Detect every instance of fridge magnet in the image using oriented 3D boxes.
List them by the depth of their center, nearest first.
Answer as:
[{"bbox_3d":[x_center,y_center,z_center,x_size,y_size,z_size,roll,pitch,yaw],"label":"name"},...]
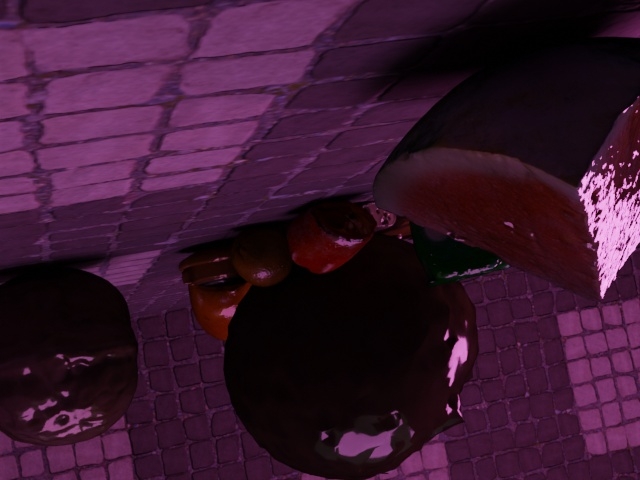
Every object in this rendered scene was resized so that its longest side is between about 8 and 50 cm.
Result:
[{"bbox_3d":[-0.144,0.037,1.548,0.143,0.063,0.143,-8,173,-1],"label":"fridge magnet"}]

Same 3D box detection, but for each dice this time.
[{"bbox_3d":[0.177,-0.015,1.307,0.120,0.131,0.128,-14,174,5],"label":"dice"}]

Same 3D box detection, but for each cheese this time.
[{"bbox_3d":[0.011,-0.017,1.441,0.192,0.037,0.097,-14,173,40],"label":"cheese"}]

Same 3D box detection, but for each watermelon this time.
[{"bbox_3d":[0.164,-0.056,0.686,0.256,0.176,0.260,-19,152,1],"label":"watermelon"}]

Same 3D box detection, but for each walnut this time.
[{"bbox_3d":[-0.366,0.161,1.419,0.248,0.248,0.248,-11,175,-1],"label":"walnut"}]

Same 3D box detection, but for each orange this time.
[{"bbox_3d":[-0.081,0.020,1.404,0.085,0.085,0.095,-14,152,32],"label":"orange"}]

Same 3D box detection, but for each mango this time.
[{"bbox_3d":[-0.159,0.100,1.802,0.126,0.154,0.252,-4,162,4],"label":"mango"}]

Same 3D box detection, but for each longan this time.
[{"bbox_3d":[0.051,0.176,1.533,0.391,0.391,0.391,-11,175,-1],"label":"longan"}]

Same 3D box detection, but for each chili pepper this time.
[{"bbox_3d":[0.000,0.000,1.333,0.084,0.086,0.192,-40,180,-28],"label":"chili pepper"}]

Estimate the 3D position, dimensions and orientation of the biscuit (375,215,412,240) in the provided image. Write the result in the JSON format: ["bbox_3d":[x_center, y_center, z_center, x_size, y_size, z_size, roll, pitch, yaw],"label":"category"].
[{"bbox_3d":[0.200,-0.030,1.658,0.301,0.049,0.197,-7,171,-28],"label":"biscuit"}]
